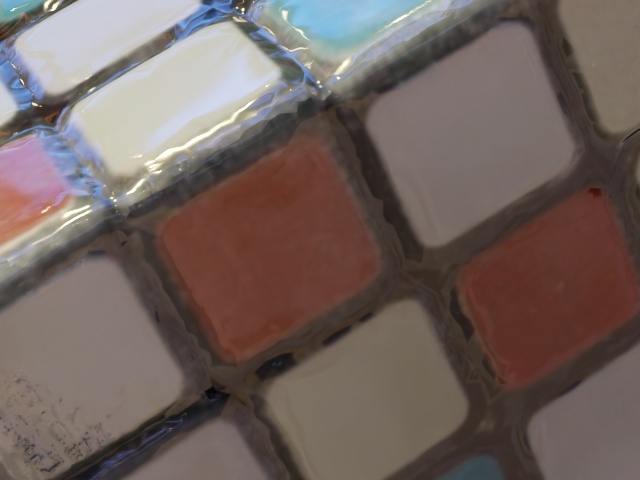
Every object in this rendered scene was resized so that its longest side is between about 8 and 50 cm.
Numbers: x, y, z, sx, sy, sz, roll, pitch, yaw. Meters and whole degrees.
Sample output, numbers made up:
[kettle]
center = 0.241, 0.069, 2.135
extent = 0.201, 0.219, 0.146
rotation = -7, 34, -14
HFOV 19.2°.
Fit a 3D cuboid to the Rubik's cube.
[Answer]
[Rubik's cube]
center = -0.001, 0.001, 0.634
extent = 0.256, 0.253, 0.259
rotation = -32, 36, -9
